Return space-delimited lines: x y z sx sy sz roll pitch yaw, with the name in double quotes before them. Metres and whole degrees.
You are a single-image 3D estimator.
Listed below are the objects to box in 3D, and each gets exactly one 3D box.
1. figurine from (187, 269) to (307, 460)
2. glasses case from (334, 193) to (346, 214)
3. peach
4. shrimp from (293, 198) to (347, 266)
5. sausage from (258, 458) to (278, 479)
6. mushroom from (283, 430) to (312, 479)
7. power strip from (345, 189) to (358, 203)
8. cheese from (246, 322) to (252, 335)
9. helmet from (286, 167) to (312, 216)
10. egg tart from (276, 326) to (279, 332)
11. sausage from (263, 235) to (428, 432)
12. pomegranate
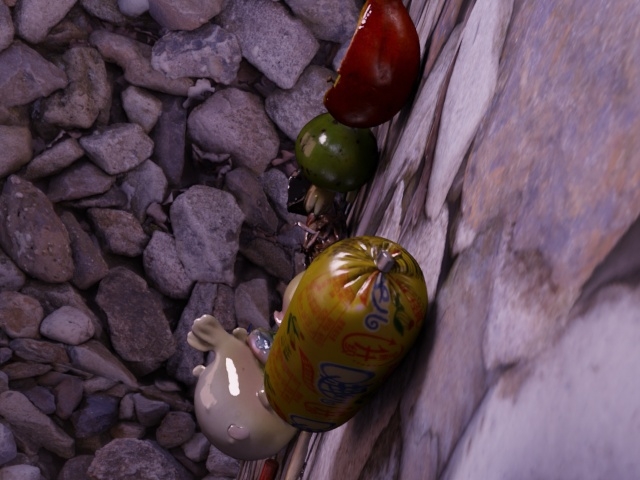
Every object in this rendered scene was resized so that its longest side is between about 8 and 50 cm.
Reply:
"figurine" -0.095 0.195 1.200 0.394 0.274 0.226 -54 8 5
"glasses case" 0.036 -0.088 1.813 0.248 0.065 0.087 95 -167 -48
"peach" 0.110 -0.320 1.228 0.159 0.153 0.267 -74 11 -47
"shrimp" 0.007 0.004 1.552 0.343 0.116 0.145 -81 -15 -53
"sausage" -0.128 0.557 1.486 0.034 0.034 0.130 -88 16 -79
"mushroom" -0.026 0.324 1.028 0.068 0.043 0.307 -24 -44 -60
"power strip" 0.099 -0.171 1.695 0.169 0.028 0.076 109 178 -53
"cheese" -0.190 0.288 1.507 0.244 0.062 0.155 -78 12 -59
"helmet" 0.017 -0.192 1.925 0.225 0.177 0.305 -86 20 -53
"egg tart" -0.059 0.214 1.688 0.279 0.094 0.279 -162 90 -89
"sausage" 0.015 0.109 0.678 0.347 0.123 0.123 112 175 -54
"pomegranate" 0.026 -0.171 1.483 0.202 0.202 0.248 -82 14 -73
